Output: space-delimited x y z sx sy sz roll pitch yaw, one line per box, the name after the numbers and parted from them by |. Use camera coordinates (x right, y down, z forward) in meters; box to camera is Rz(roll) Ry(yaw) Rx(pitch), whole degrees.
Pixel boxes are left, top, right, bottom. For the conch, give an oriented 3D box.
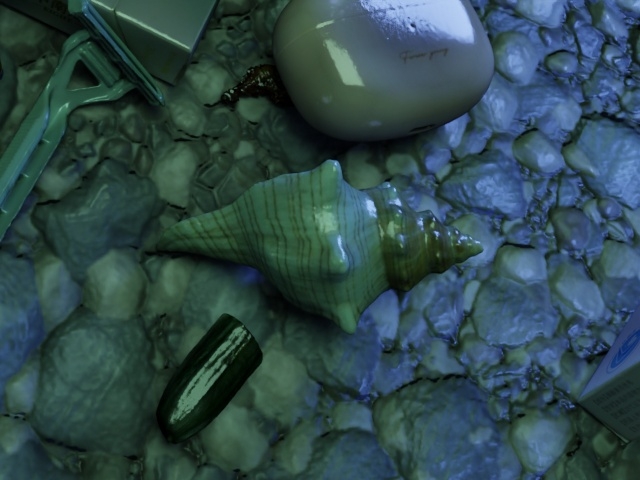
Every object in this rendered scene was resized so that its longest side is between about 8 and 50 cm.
0.009 0.005 1.101 0.234 0.137 0.114 3 50 -25 | conch

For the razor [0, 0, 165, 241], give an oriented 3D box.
-0.228 -0.051 1.094 0.111 0.056 0.278 51 60 -39 | razor

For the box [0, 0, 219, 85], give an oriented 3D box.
-0.192 -0.249 1.181 0.243 0.067 0.155 24 63 -7 | box

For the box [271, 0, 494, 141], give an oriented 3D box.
0.054 -0.156 1.205 0.200 0.088 0.146 -14 75 -36 | box

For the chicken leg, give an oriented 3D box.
-0.044 -0.130 1.207 0.083 0.021 0.036 2 77 -18 | chicken leg

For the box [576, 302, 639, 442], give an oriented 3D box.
0.340 0.022 1.089 0.065 0.343 0.200 40 61 0 | box

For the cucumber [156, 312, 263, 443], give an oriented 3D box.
-0.088 0.108 1.075 0.048 0.048 0.105 39 65 0 | cucumber

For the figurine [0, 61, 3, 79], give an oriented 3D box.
-0.286 -0.178 1.086 0.126 0.114 0.157 21 81 -28 | figurine
